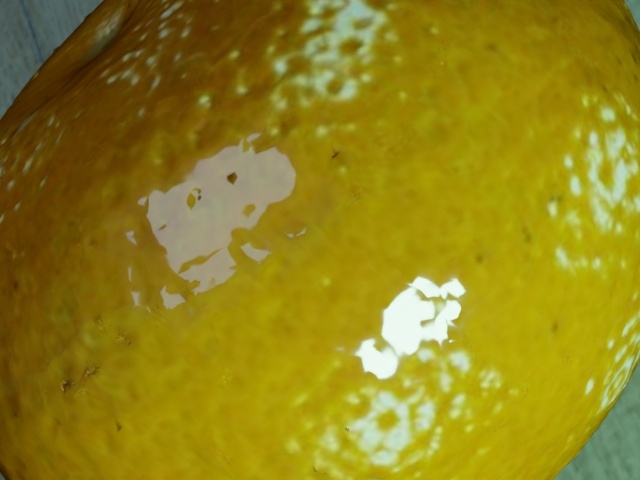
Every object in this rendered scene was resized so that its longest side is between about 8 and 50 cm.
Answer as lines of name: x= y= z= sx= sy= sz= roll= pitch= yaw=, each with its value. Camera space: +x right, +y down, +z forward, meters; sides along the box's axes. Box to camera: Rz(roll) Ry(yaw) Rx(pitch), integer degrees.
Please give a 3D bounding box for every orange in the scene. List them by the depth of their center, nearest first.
orange: x=0.000 y=0.000 z=0.921 sx=0.424 sy=0.326 sz=0.424 roll=-39 pitch=20 yaw=17
